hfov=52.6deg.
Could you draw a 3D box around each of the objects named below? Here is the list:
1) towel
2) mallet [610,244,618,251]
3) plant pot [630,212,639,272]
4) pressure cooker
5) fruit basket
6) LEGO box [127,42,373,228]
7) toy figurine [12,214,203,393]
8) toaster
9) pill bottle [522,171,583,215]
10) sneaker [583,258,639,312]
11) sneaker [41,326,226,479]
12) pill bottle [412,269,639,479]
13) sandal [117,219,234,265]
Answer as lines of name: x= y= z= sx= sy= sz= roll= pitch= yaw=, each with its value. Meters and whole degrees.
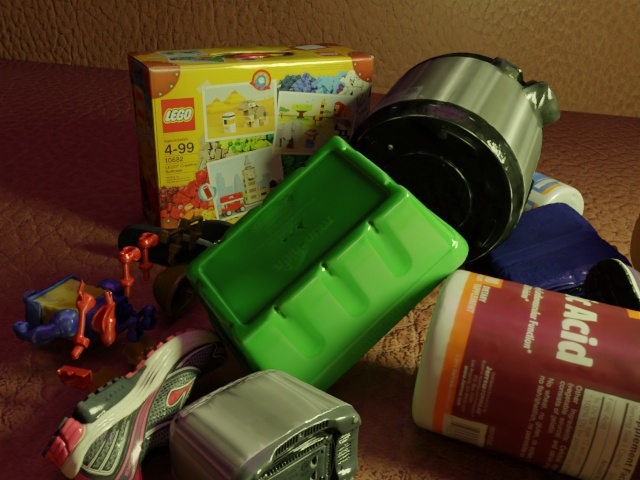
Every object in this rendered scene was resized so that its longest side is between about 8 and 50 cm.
towel: x=0.456 y=0.035 z=1.313 sx=0.228 sy=0.076 sz=0.308 roll=-19 pitch=26 yaw=6
mallet: x=0.654 y=0.063 z=1.413 sx=0.063 sy=0.039 sz=0.189 roll=-2 pitch=29 yaw=-9
plant pot: x=0.682 y=0.006 z=1.105 sx=0.204 sy=0.290 sz=0.291 roll=20 pitch=23 yaw=-7
pressure cooker: x=0.277 y=-0.194 z=1.363 sx=0.370 sy=0.375 sz=0.420 roll=22 pitch=40 yaw=11
fruit basket: x=0.015 y=0.067 z=0.998 sx=0.392 sy=0.391 sz=0.283 roll=-13 pitch=42 yaw=-35
LEGO box: x=-0.150 y=-0.235 z=1.462 sx=0.501 sy=0.372 sz=0.193 roll=-11 pitch=29 yaw=-26
toy figurine: x=-0.351 y=0.073 z=1.005 sx=0.217 sy=0.191 sz=0.362 roll=7 pitch=22 yaw=15
toaster: x=-0.072 y=0.244 z=0.743 sx=0.227 sy=0.129 sz=0.146 roll=-20 pitch=30 yaw=-40
pill bottle: x=0.495 y=-0.104 z=1.605 sx=0.152 sy=0.152 sz=0.272 roll=-8 pitch=27 yaw=-27
sneaker: x=0.522 y=0.158 z=1.009 sx=0.124 sy=0.107 sz=0.283 roll=17 pitch=50 yaw=-24
sneaker: x=-0.207 y=0.214 z=0.820 sx=0.112 sy=0.121 sz=0.299 roll=41 pitch=30 yaw=5
pill bottle: x=0.335 y=0.187 z=0.831 sx=0.392 sy=0.224 sz=0.224 roll=13 pitch=25 yaw=17
sandal: x=-0.271 y=0.016 z=1.259 sx=0.255 sy=0.097 sz=0.054 roll=-3 pitch=22 yaw=7
